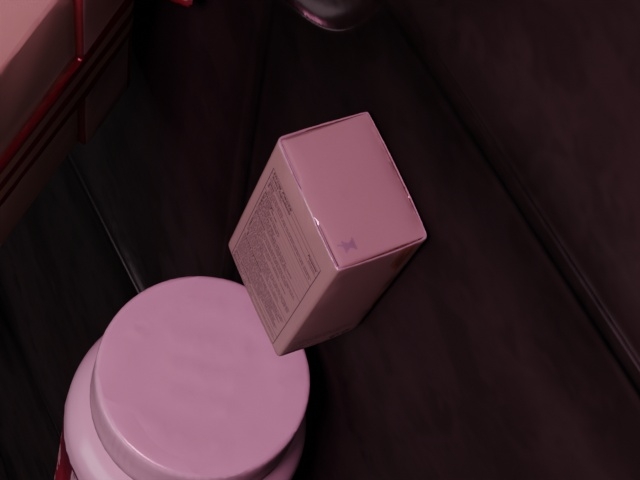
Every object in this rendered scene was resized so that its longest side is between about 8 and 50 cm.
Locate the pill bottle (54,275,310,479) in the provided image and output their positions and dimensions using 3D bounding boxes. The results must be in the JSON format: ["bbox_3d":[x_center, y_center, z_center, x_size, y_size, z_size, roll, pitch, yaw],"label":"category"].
[{"bbox_3d":[-0.074,0.106,0.840,0.121,0.121,0.221,63,159,18],"label":"pill bottle"}]

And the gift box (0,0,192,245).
[{"bbox_3d":[-0.219,-0.101,0.749,0.255,0.258,0.276,34,162,-3],"label":"gift box"}]

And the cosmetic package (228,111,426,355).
[{"bbox_3d":[0.000,0.000,0.665,0.060,0.041,0.115,66,160,13],"label":"cosmetic package"}]
